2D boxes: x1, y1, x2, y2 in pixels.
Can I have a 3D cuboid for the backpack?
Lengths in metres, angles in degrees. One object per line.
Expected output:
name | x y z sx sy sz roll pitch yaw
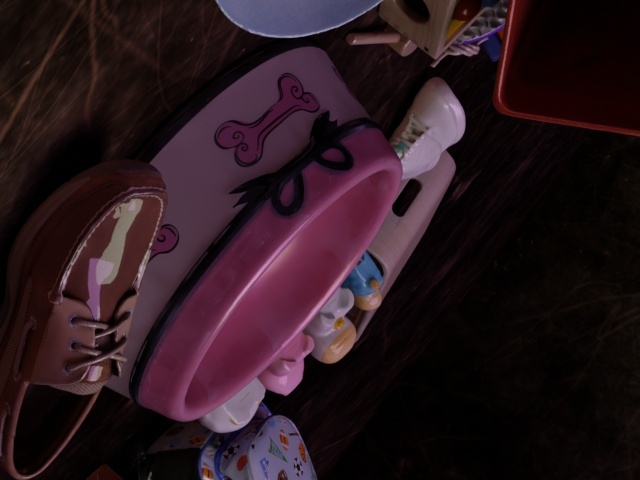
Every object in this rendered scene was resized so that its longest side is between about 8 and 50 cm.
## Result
backpack | -0.124 0.345 2.072 0.213 0.276 0.263 -10 -162 14

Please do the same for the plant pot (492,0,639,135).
plant pot | 0.332 -0.278 1.457 0.235 0.267 0.267 -71 168 -50

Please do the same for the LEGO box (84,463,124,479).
LEGO box | -0.204 0.594 1.942 0.193 0.500 0.372 -41 164 -39

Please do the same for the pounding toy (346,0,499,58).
pounding toy | 0.119 -0.242 1.530 0.181 0.094 0.206 -46 167 -19

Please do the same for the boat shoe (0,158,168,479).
boat shoe | -0.202 0.073 1.221 0.123 0.116 0.324 -5 137 -43

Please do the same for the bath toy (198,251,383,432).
bath toy | -0.058 0.143 2.014 0.129 0.151 0.348 -8 -153 51

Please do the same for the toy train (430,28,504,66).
toy train | 0.248 -0.273 1.762 0.143 0.105 0.248 -25 -172 44

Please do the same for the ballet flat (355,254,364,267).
ballet flat | 0.000 0.000 1.920 0.079 0.077 0.221 -32 163 2

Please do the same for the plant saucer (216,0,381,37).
plant saucer | -0.001 -0.241 1.135 0.195 0.037 0.195 -19 146 -13

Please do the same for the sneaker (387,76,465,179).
sneaker | 0.125 -0.132 1.947 0.094 0.080 0.212 -31 162 -23

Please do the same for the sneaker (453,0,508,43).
sneaker | 0.239 -0.328 1.680 0.293 0.102 0.146 -49 169 -3

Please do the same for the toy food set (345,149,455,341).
toy food set | 0.091 0.003 2.232 0.219 0.092 0.306 -56 174 -30

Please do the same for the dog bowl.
dog bowl | -0.079 0.006 1.449 0.408 0.150 0.408 -46 167 -14
